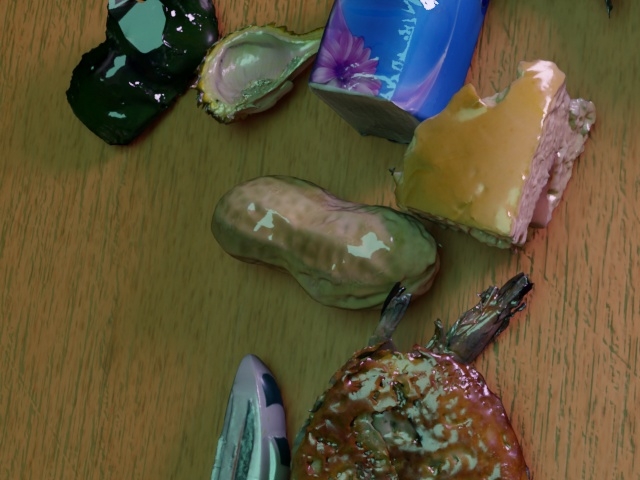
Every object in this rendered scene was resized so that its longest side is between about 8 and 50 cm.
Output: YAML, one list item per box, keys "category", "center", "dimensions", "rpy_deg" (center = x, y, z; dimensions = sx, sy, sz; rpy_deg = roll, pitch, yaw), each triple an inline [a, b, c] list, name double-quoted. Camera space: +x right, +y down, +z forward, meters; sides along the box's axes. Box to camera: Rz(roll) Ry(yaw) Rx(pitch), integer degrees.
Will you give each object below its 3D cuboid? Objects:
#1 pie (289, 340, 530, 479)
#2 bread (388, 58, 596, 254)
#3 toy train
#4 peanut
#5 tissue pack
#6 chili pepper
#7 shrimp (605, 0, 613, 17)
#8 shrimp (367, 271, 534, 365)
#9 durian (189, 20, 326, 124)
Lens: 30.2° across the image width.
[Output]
- category: "pie"
  center: [0.100, 0.269, 1.414]
  dimensions: [0.308, 0.085, 0.308]
  rpy_deg: [2, 98, 14]
- category: "bread"
  center: [0.191, -0.105, 1.447]
  dimensions: [0.211, 0.183, 0.224]
  rpy_deg: [15, 81, 30]
- category: "toy train"
  center: [-0.095, 0.348, 1.496]
  dimensions: [0.088, 0.086, 0.407]
  rpy_deg: [6, 79, 24]
- category: "peanut"
  center: [0.000, 0.000, 1.516]
  dimensions: [0.313, 0.149, 0.149]
  rpy_deg: [24, 87, 24]
- category: "tissue pack"
  center: [0.112, -0.274, 1.504]
  dimensions: [0.146, 0.198, 0.263]
  rpy_deg: [14, 82, 25]
- category: "chili pepper"
  center: [-0.257, -0.261, 1.693]
  dimensions: [0.264, 0.116, 0.148]
  rpy_deg: [-42, 69, 8]
- category: "shrimp"
  center: [0.307, -0.479, 1.510]
  dimensions: [0.221, 0.166, 0.411]
  rpy_deg: [-36, 47, 46]
- category: "shrimp"
  center: [0.151, 0.093, 1.439]
  dimensions: [0.219, 0.152, 0.046]
  rpy_deg: [-41, 27, 9]
- category: "durian"
  center: [-0.068, -0.236, 1.640]
  dimensions: [0.224, 0.078, 0.140]
  rpy_deg: [-24, 57, 4]
